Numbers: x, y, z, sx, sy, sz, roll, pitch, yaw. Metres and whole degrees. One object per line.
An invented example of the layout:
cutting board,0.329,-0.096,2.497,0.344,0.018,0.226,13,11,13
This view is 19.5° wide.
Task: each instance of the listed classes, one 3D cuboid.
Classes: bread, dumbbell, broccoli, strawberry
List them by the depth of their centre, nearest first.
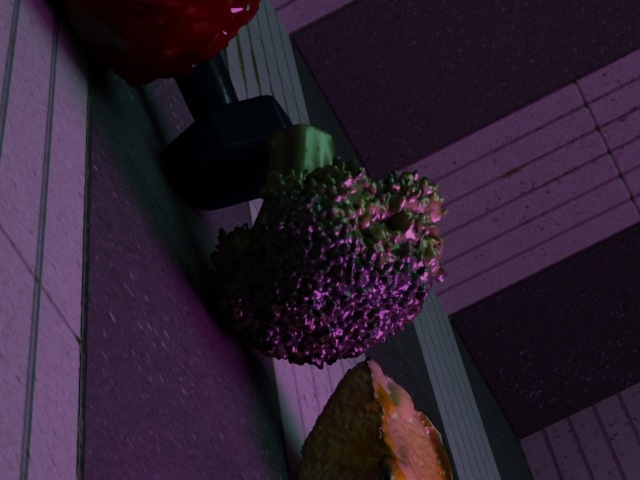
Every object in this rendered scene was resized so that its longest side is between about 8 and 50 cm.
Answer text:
bread,0.056,0.261,1.907,0.174,0.133,0.251,50,16,-36
strawberry,-0.131,-0.350,1.908,0.317,0.345,0.295,63,1,-4
broccoli,0.012,0.016,1.939,0.235,0.288,0.260,32,54,-9
dumbbell,-0.139,-0.198,2.113,0.144,0.160,0.324,0,59,-49
